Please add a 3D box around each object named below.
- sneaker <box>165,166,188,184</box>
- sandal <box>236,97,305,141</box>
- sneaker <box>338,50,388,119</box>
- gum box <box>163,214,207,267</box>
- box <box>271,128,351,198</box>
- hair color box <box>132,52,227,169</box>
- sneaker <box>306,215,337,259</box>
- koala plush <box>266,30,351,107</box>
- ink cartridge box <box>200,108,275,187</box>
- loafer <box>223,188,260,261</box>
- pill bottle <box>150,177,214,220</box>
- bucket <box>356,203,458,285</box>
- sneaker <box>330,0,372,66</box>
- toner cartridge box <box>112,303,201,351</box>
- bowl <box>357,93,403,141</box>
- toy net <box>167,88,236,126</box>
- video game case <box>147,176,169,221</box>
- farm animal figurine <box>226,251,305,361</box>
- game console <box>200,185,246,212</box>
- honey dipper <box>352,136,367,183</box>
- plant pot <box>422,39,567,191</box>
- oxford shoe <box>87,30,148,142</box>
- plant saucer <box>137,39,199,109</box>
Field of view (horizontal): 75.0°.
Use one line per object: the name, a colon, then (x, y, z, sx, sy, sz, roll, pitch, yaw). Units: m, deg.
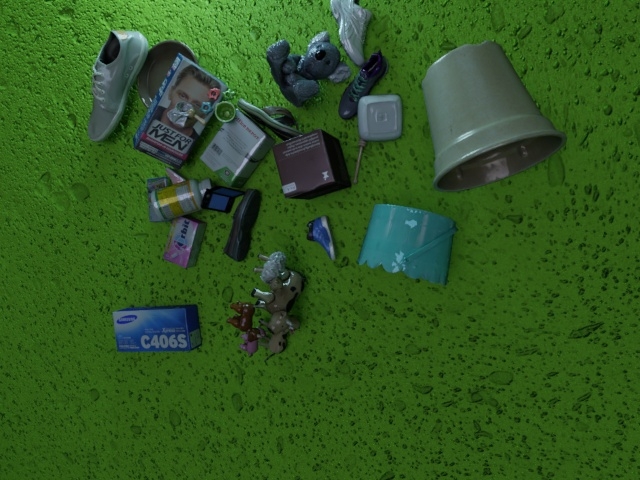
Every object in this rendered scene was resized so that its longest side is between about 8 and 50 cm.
sneaker: (-0.540, -0.215, 1.560, 0.134, 0.051, 0.070, 37, 99, 8)
sandal: (-0.147, -0.408, 1.387, 0.302, 0.120, 0.086, 35, 90, 13)
sneaker: (0.120, -0.485, 1.297, 0.083, 0.098, 0.224, 38, 104, 12)
gum box: (-0.508, 0.005, 1.560, 0.107, 0.062, 0.188, 21, 100, 16)
box: (-0.022, -0.230, 1.309, 0.168, 0.203, 0.167, -15, 89, 18)
hair color box: (-0.493, -0.442, 1.454, 0.347, 0.174, 0.105, -55, 38, 14)
sneaker: (0.000, 0.000, 1.393, 0.084, 0.058, 0.152, -17, 84, 13)
koala plush: (-0.031, -0.549, 1.322, 0.221, 0.203, 0.196, -36, 92, -4)
ink cartridge box: (-0.285, -0.316, 1.446, 0.160, 0.092, 0.219, 44, 105, 11)
loafer: (-0.287, -0.060, 1.470, 0.084, 0.096, 0.268, 20, 102, 22)
pill bottle: (-0.482, -0.152, 1.488, 0.208, 0.117, 0.118, -17, 89, -4)
bucket: (0.253, 0.011, 1.205, 0.281, 0.281, 0.183, 14, 90, 17)
sneaker: (0.111, -0.661, 1.294, 0.115, 0.090, 0.232, -17, 90, 15)
toner cartridge box: (-0.638, 0.343, 1.623, 0.347, 0.075, 0.165, -6, 91, 19)
bowl: (0.186, -0.376, 1.282, 0.142, 0.053, 0.142, -3, 105, 3)
toy net: (-0.393, -0.440, 1.371, 0.232, 0.045, 0.122, -4, 92, -2)
video game case: (-0.618, -0.155, 1.593, 0.119, 0.015, 0.166, 0, 95, 36)
farm animal figurine: (-0.142, 0.236, 1.382, 0.172, 0.330, 0.327, 17, 71, 19)
game console: (-0.337, -0.141, 1.453, 0.071, 0.122, 0.107, 33, 105, 41)
honey dipper: (0.125, -0.262, 1.349, 0.030, 0.030, 0.161, 14, 100, 17)
plant pot: (0.422, -0.335, 1.115, 0.333, 0.334, 0.306, -18, 78, 19)
oxford shoe: (-0.794, -0.580, 1.557, 0.169, 0.130, 0.449, 43, 111, 26)
plant saucer: (-0.555, -0.592, 1.543, 0.277, 0.041, 0.278, 2, 95, 19)
